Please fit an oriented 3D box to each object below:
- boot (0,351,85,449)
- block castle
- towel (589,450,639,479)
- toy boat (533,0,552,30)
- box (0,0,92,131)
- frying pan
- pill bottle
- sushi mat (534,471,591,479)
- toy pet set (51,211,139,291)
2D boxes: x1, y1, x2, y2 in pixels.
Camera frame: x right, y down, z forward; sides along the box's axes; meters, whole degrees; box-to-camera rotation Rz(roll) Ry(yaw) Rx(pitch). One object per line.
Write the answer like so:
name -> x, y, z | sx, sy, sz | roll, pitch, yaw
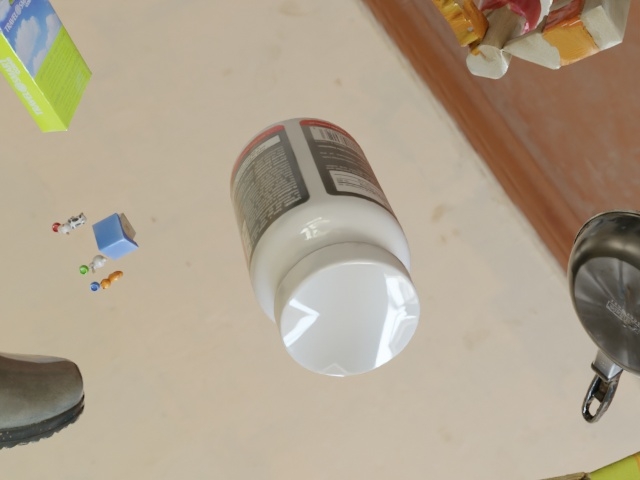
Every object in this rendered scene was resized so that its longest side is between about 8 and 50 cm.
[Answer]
boot -> -0.237, 0.039, 0.570 | 0.083, 0.247, 0.161 | 17, 98, 44
block castle -> 0.318, -0.414, 1.129 | 0.453, 0.212, 0.303 | -22, 117, 38
towel -> 0.345, 0.303, 1.105 | 0.021, 0.237, 0.102 | -18, 87, 68
toy boat -> 0.328, -0.444, 1.524 | 0.151, 0.151, 0.231 | 11, 116, 27
box -> -0.341, -0.228, 1.142 | 0.178, 0.042, 0.109 | 67, -153, -47
frying pan -> 0.299, 0.087, 1.010 | 0.197, 0.053, 0.326 | 57, 153, 10
pill bottle -> 0.000, 0.000, 1.281 | 0.363, 0.210, 0.210 | -109, -4, -56
sushi mat -> 0.144, 0.315, 0.982 | 0.019, 0.151, 0.316 | 39, 148, -10
toy pet set -> -0.321, 0.016, 1.389 | 0.122, 0.114, 0.065 | 60, -168, -20
